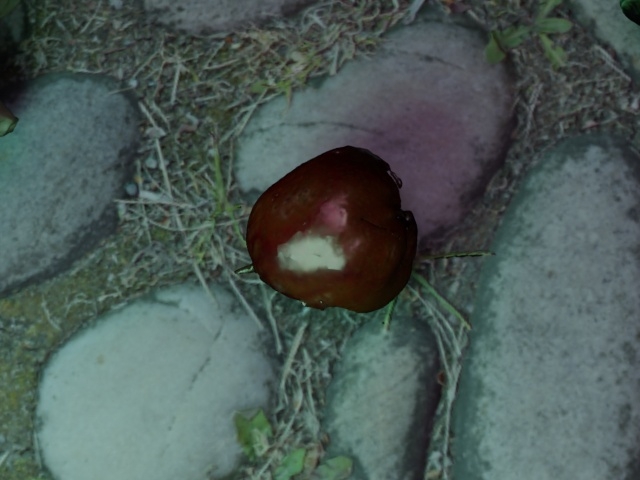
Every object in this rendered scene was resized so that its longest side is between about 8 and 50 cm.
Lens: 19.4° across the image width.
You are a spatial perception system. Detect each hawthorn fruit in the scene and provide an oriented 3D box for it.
[{"bbox_3d":[0.000,0.000,1.651,0.172,0.148,0.148,-17,71,10],"label":"hawthorn fruit"}]

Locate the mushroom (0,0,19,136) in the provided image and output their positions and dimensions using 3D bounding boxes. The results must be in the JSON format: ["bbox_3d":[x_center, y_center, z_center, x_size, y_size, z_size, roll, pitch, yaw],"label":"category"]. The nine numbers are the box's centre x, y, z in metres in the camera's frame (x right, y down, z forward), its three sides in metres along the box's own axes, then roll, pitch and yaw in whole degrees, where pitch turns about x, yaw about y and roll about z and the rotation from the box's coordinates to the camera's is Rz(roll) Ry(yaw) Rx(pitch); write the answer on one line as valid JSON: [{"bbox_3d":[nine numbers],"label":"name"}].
[{"bbox_3d":[-0.397,-0.202,1.728,0.297,0.297,0.290,-17,110,3],"label":"mushroom"}]

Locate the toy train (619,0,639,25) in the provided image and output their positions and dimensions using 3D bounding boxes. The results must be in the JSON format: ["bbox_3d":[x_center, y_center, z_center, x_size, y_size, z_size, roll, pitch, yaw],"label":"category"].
[{"bbox_3d":[0.359,-0.413,1.660,0.179,0.272,0.442,15,75,15],"label":"toy train"}]
